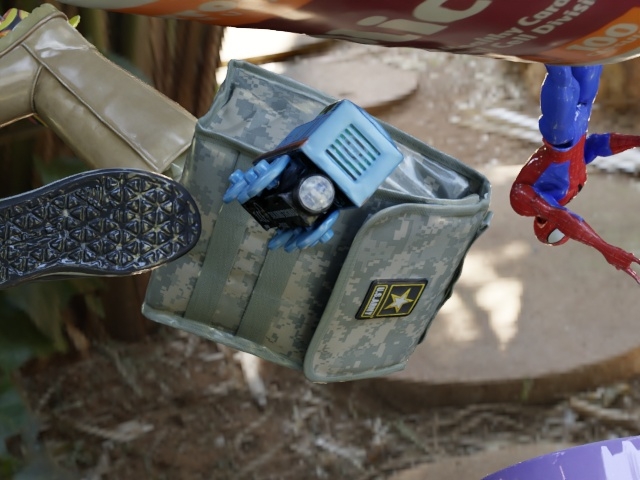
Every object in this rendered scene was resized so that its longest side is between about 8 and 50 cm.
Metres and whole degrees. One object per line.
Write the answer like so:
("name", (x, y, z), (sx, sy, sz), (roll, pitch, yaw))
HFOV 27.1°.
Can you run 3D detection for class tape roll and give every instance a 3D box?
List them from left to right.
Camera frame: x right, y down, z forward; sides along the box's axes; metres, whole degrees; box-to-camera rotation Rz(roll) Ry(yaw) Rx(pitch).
("tape roll", (0.196, 0.204, 0.938), (0.189, 0.189, 0.080), (-9, 66, -1))

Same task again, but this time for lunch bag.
("lunch bag", (0.000, 0.000, 1.279), (0.287, 0.235, 0.169), (20, 36, -3))

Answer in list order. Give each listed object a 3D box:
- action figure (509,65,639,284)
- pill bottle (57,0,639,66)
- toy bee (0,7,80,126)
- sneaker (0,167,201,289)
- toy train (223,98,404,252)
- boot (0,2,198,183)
("action figure", (0.214, -0.083, 0.988), (0.139, 0.280, 0.091), (29, 53, 24))
("pill bottle", (-0.005, -0.182, 0.456), (0.224, 0.224, 0.392), (23, 17, 41))
("toy bee", (-0.424, -0.259, 1.885), (0.162, 0.298, 0.195), (18, 83, 35))
("sneaker", (-0.214, -0.008, 1.049), (0.234, 0.084, 0.097), (-8, 3, -12))
("toy train", (-0.009, -0.048, 1.025), (0.105, 0.080, 0.184), (-45, 9, -11))
("boot", (-0.299, -0.125, 1.558), (0.269, 0.089, 0.236), (42, 85, 15))
